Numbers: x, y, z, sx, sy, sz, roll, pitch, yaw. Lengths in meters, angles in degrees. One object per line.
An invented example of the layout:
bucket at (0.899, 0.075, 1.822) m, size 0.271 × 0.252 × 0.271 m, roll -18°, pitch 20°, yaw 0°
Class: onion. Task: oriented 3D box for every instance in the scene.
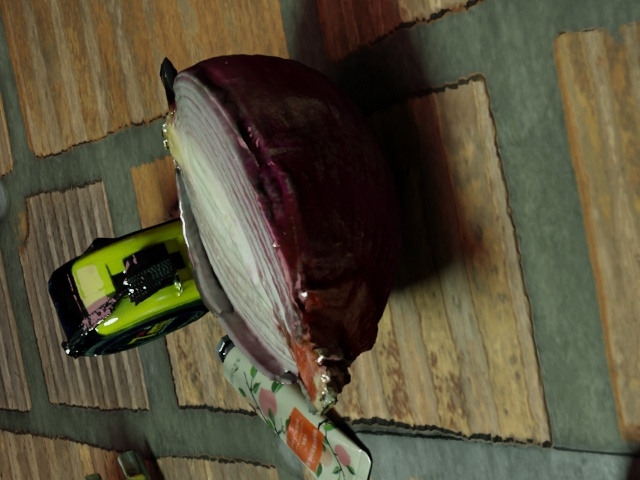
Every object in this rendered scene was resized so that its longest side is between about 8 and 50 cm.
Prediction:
onion at (0.000, 0.000, 1.551) m, size 0.267 × 0.159 × 0.348 m, roll 91°, pitch 155°, yaw -49°

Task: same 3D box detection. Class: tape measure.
tape measure at (-0.182, 0.042, 1.900) m, size 0.112 × 0.186 × 0.199 m, roll 65°, pitch 153°, yaw 9°

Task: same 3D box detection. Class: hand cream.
hand cream at (-0.026, 0.168, 1.810) m, size 0.234 × 0.050 × 0.080 m, roll 44°, pitch 135°, yaw 39°

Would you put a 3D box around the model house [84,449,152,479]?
model house at (-0.274, 0.396, 2.190) m, size 0.215 × 0.224 × 0.198 m, roll 60°, pitch 148°, yaw 33°
